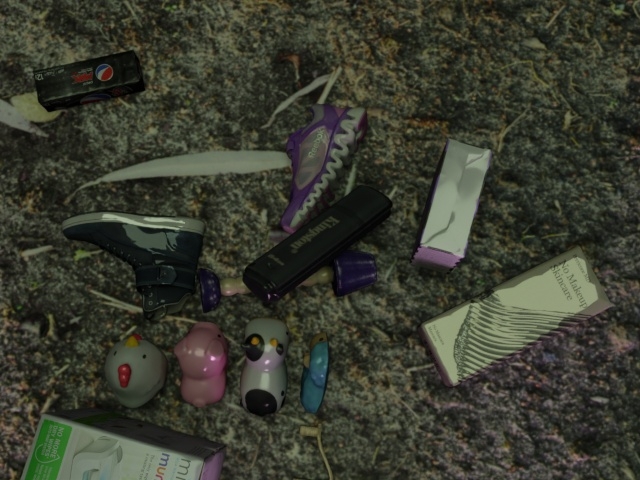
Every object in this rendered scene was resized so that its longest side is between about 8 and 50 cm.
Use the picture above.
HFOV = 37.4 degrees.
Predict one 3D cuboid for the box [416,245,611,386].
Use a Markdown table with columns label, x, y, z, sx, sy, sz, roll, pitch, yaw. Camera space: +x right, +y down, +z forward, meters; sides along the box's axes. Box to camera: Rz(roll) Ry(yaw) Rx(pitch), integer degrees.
| label | x | y | z | sx | sy | sz | roll | pitch | yaw |
| --- | --- | --- | --- | --- | --- | --- | --- | --- | --- |
| box | 0.295 | 0.118 | 1.460 | 0.275 | 0.094 | 0.113 | -28 | 82 | -3 |

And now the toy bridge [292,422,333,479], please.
| label | x | y | z | sx | sy | sz | roll | pitch | yaw |
| --- | --- | --- | --- | --- | --- | --- | --- | --- | --- |
| toy bridge | -0.013 | 0.376 | 1.457 | 0.063 | 0.026 | 0.188 | 8 | 81 | -1 |

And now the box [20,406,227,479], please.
| label | x | y | z | sx | sy | sz | roll | pitch | yaw |
| --- | --- | --- | --- | --- | --- | --- | --- | --- | --- |
| box | -0.269 | 0.326 | 1.350 | 0.231 | 0.262 | 0.126 | 16 | 82 | 2 |

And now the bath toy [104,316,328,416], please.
| label | x | y | z | sx | sy | sz | roll | pitch | yaw |
| --- | --- | --- | --- | --- | --- | --- | --- | --- | --- |
| bath toy | -0.161 | 0.191 | 1.438 | 0.348 | 0.129 | 0.151 | 0 | 81 | 1 |

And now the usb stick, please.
| label | x | y | z | sx | sy | sz | roll | pitch | yaw |
| --- | --- | --- | --- | --- | --- | --- | --- | --- | --- |
| usb stick | 0.000 | 0.000 | 1.446 | 0.077 | 0.045 | 0.278 | 37 | 55 | 25 |

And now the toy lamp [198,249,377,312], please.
| label | x | y | z | sx | sy | sz | roll | pitch | yaw |
| --- | --- | --- | --- | --- | --- | --- | --- | --- | --- |
| toy lamp | -0.050 | 0.060 | 1.472 | 0.275 | 0.080 | 0.080 | -7 | 81 | -10 |

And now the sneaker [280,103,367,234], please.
| label | x | y | z | sx | sy | sz | roll | pitch | yaw |
| --- | --- | --- | --- | --- | --- | --- | --- | --- | --- |
| sneaker | -0.015 | -0.121 | 1.511 | 0.105 | 0.095 | 0.236 | 24 | 77 | 11 |

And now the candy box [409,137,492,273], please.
| label | x | y | z | sx | sy | sz | roll | pitch | yaw |
| --- | --- | --- | --- | --- | --- | --- | --- | --- | --- |
| candy box | 0.195 | -0.046 | 1.436 | 0.070 | 0.196 | 0.164 | 16 | 81 | 4 |

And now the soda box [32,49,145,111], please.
| label | x | y | z | sx | sy | sz | roll | pitch | yaw |
| --- | --- | --- | --- | --- | --- | --- | --- | --- | --- |
| soda box | -0.378 | -0.261 | 1.551 | 0.169 | 0.053 | 0.060 | -12 | 81 | -1 |

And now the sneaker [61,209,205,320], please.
| label | x | y | z | sx | sy | sz | roll | pitch | yaw |
| --- | --- | --- | --- | --- | --- | --- | --- | --- | --- |
| sneaker | -0.301 | 0.040 | 1.485 | 0.226 | 0.086 | 0.163 | 4 | 78 | 0 |
